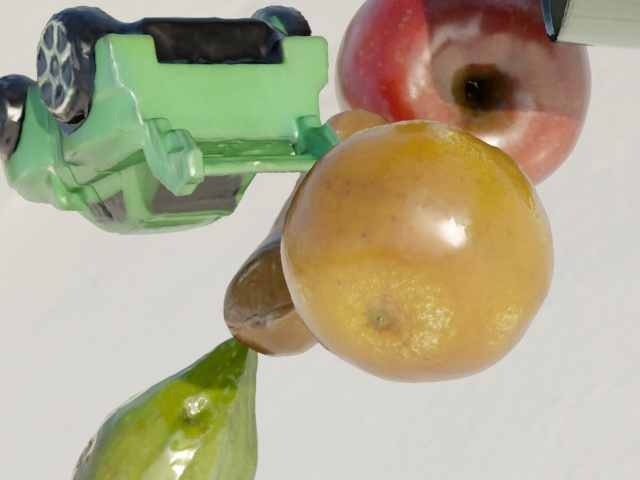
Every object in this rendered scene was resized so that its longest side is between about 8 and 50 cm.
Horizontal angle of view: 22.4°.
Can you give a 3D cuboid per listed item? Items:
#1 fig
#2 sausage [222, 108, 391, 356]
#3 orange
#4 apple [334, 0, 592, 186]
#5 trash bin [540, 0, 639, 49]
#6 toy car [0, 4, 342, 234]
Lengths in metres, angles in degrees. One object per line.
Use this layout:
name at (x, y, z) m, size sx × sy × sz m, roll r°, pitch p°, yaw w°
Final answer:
fig at (-0.130, 0.213, 1.503) m, size 0.233 × 0.167 × 0.167 m, roll -46°, pitch 16°, yaw 29°
sausage at (-0.002, 0.000, 1.430) m, size 0.109 × 0.109 × 0.270 m, roll -15°, pitch 32°, yaw 39°
orange at (0.055, 0.003, 0.902) m, size 0.154 × 0.155 × 0.134 m, roll -18°, pitch 33°, yaw 34°
apple at (0.142, -0.165, 1.652) m, size 0.260 × 0.260 × 0.216 m, roll -35°, pitch 16°, yaw 0°
trash bin at (0.406, -0.271, 1.297) m, size 0.431 × 0.280 × 0.280 m, roll 2°, pitch 28°, yaw 1°
toy car at (-0.129, -0.087, 1.302) m, size 0.213 × 0.177 × 0.358 m, roll -4°, pitch -11°, yaw -32°
